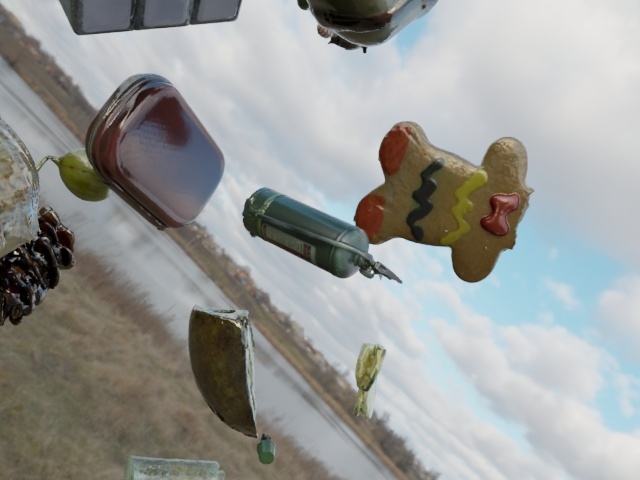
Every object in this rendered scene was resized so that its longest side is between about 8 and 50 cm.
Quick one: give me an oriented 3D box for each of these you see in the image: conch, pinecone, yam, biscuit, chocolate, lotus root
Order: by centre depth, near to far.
[{"bbox_3d":[-0.500,-0.060,0.821,0.210,0.352,0.297,22,9,9],"label":"conch"},{"bbox_3d":[0.066,-0.476,1.055,0.283,0.186,0.283,47,-3,4],"label":"chocolate"},{"bbox_3d":[-0.210,0.280,1.259,0.210,0.142,0.314,-104,-170,-71],"label":"lotus root"},{"bbox_3d":[-0.741,0.051,1.362,0.298,0.296,0.242,-4,-46,30],"label":"pinecone"},{"bbox_3d":[0.307,-0.111,1.438,0.394,0.368,0.076,22,10,12],"label":"biscuit"},{"bbox_3d":[-0.382,0.622,1.547,0.259,0.093,0.093,14,5,-27],"label":"yam"}]

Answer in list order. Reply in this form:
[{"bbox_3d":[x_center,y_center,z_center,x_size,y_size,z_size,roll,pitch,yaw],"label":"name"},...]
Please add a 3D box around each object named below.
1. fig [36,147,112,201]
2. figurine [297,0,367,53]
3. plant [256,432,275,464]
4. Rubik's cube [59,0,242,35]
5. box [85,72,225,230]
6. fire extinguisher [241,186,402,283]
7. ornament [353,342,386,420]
[{"bbox_3d":[-0.621,-0.181,1.529,0.186,0.148,0.142,32,10,0],"label":"fig"},{"bbox_3d":[0.037,-0.709,1.741,0.370,0.281,0.167,37,-48,-19],"label":"figurine"},{"bbox_3d":[-0.142,0.534,1.524,0.051,0.051,0.102,49,4,-17],"label":"plant"},{"bbox_3d":[-0.289,-0.549,0.930,0.301,0.304,0.305,59,-31,20],"label":"Rubik's cube"},{"bbox_3d":[-0.359,-0.189,1.321,0.108,0.263,0.404,27,-15,22],"label":"box"},{"bbox_3d":[0.000,0.000,0.970,0.294,0.093,0.118,26,-11,32],"label":"fire extinguisher"},{"bbox_3d":[0.122,0.318,1.422,0.059,0.180,0.201,13,-52,11],"label":"ornament"}]
